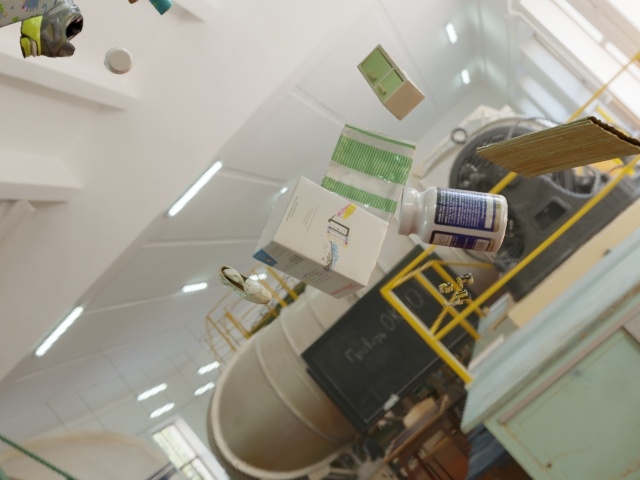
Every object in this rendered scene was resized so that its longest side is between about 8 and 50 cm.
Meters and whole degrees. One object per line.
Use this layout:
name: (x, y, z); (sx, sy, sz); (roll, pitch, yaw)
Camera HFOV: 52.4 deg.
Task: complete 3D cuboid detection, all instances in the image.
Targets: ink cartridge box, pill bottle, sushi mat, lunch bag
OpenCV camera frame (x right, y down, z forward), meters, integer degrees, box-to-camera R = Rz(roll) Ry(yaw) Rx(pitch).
ink cartridge box: (0.000, 0.000, 1.465); (0.171, 0.233, 0.168); (-33, 32, 64)
pill bottle: (-0.640, -0.570, 2.062); (0.086, 0.086, 0.152); (-40, 24, -8)
pill bottle: (0.338, -0.059, 1.696); (0.153, 0.265, 0.153); (8, -90, -87)
sushi mat: (0.463, -0.179, 1.287); (0.316, 0.151, 0.019); (-8, 64, 65)
lunch bag: (-0.606, -0.522, 1.275); (0.176, 0.090, 0.219); (-57, -4, 40)

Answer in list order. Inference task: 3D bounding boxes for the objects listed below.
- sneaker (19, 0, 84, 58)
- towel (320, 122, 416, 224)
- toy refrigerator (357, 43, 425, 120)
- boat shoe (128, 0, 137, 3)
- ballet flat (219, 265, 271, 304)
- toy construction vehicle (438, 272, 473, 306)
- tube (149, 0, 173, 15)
sneaker: (-0.610, -0.537, 1.509); (0.121, 0.300, 0.111); (9, -23, -20)
towel: (0.111, -0.153, 1.823); (0.038, 0.248, 0.324); (28, -97, -64)
toy refrigerator: (0.203, -0.478, 1.937); (0.102, 0.269, 0.094); (-42, -52, 18)
boat shoe: (-0.477, -0.714, 1.792); (0.190, 0.068, 0.072); (-52, -25, -35)
ballet flat: (-0.200, 0.113, 1.680); (0.057, 0.168, 0.052); (-48, -32, -35)
toy construction vehicle: (0.388, 0.144, 1.838); (0.098, 0.035, 0.086); (-17, -50, 2)
tube: (-0.520, -0.758, 1.903); (0.080, 0.207, 0.052); (-4, 45, 56)
